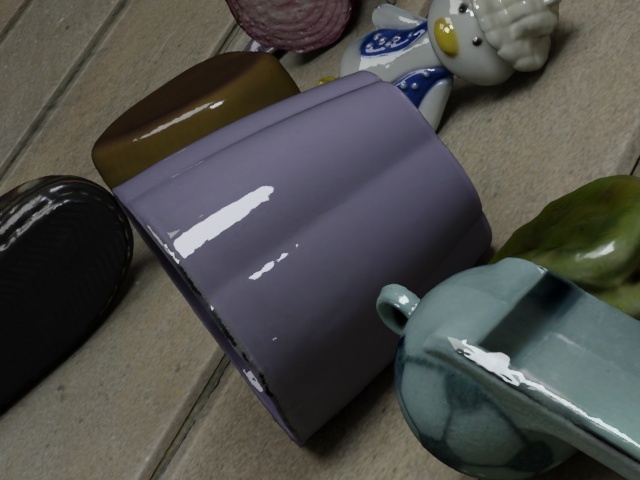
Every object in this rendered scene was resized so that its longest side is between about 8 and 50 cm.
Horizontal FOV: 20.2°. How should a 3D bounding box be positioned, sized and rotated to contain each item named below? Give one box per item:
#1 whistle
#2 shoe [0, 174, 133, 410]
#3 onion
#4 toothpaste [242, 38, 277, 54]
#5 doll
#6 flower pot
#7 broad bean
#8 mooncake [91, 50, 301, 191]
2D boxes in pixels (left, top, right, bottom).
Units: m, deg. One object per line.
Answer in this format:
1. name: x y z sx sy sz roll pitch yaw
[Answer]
1. whistle: 0.152 0.106 1.223 0.290 0.163 0.163 31 76 28
2. shoe: -0.367 0.048 2.034 0.384 0.171 0.237 -47 28 16
3. onion: -0.035 -0.332 2.029 0.200 0.207 0.200 -26 50 36
4. toothpaste: -0.041 -0.271 2.155 0.301 0.048 0.075 -48 29 2
5. doll: 0.112 -0.178 1.702 0.293 0.119 0.138 -25 75 38
6. flower pot: 0.000 0.000 1.488 0.243 0.265 0.265 -34 25 -5
7. broad bean: 0.188 0.010 1.356 0.153 0.072 0.207 -41 21 -19
8. mooncake: -0.133 -0.110 1.941 0.235 0.117 0.235 -27 20 11
